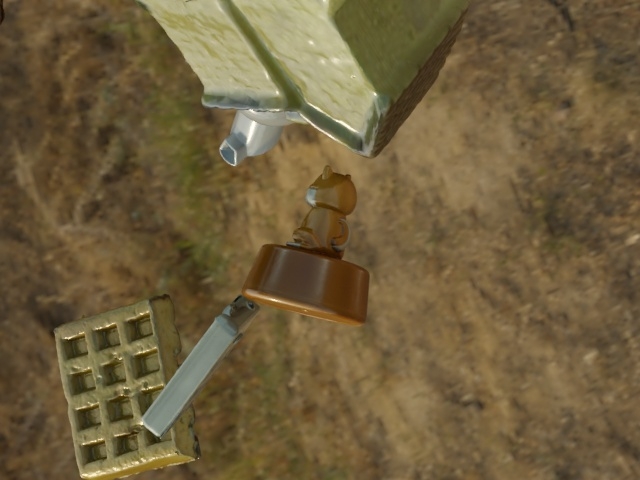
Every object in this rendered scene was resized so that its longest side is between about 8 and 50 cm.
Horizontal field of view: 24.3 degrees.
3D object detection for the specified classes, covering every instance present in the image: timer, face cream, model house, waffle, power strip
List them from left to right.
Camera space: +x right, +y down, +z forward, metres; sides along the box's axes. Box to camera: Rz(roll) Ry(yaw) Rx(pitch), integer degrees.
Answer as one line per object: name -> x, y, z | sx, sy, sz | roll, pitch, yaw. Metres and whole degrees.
waffle -> -0.288, 0.220, 2.183 | 0.221, 0.055, 0.247 | -19, 79, 36
power strip -> -0.133, 0.139, 1.655 | 0.035, 0.081, 0.192 | 39, 115, 5
face cream -> -0.052, -0.240, 1.967 | 0.145, 0.145, 0.369 | 53, 147, 19
model house -> -0.001, -0.252, 1.591 | 0.321, 0.261, 0.266 | 6, 140, 43
timer -> 0.000, 0.000, 1.532 | 0.132, 0.132, 0.152 | 8, 82, 45

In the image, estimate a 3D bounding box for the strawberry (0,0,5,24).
strawberry -> -0.494, -0.257, 1.730 | 0.149, 0.336, 0.265 | 22, 113, 6
